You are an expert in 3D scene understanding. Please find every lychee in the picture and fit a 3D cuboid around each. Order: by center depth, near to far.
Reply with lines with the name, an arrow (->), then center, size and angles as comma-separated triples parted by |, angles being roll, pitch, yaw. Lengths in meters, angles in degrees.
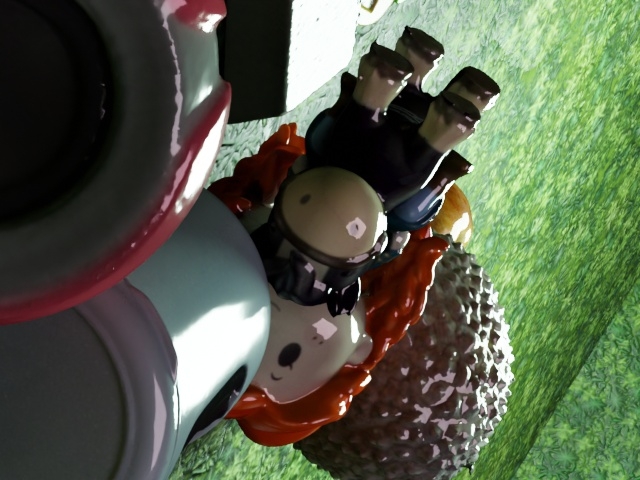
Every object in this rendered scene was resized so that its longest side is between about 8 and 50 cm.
lychee -> 0.074, 0.128, 1.884 | 0.300, 0.300, 0.300 | -47, 154, -31

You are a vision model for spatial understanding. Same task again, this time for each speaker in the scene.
speaker -> -0.196, -0.091, 0.980 | 0.294, 0.294, 0.294 | -47, 154, -31

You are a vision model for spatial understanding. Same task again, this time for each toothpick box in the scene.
toothpick box -> -0.174, 0.057, 1.271 | 0.355, 0.263, 0.263 | -41, 154, -71

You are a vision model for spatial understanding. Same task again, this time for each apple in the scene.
apple -> 0.125, -0.020, 2.032 | 0.126, 0.102, 0.126 | -48, 156, -31

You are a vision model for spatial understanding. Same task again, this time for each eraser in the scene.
eraser -> -0.022, -0.241, 1.482 | 0.111, 0.077, 0.352 | -41, 151, -35

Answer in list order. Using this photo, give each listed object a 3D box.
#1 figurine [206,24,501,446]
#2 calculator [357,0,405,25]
figurine -> 0.003, -0.001, 1.500 | 0.412, 0.241, 0.306 | -50, -164, 53
calculator -> 0.048, -0.280, 1.645 | 0.146, 0.032, 0.235 | -63, 157, 4
